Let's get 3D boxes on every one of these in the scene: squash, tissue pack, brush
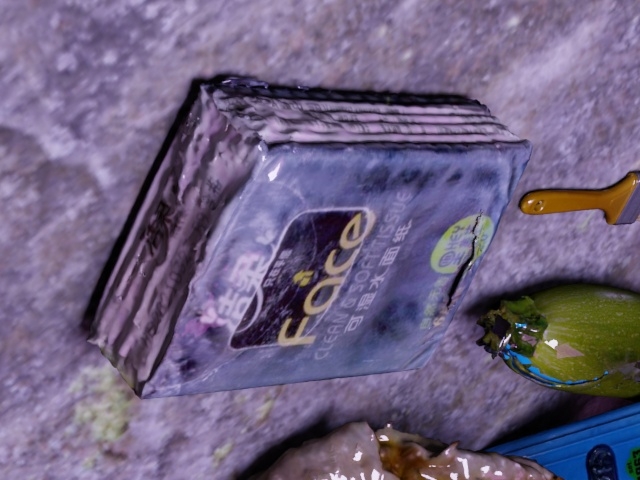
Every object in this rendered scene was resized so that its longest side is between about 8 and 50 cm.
[{"bbox_3d":[0.210,0.076,1.368,0.331,0.087,0.087,13,117,-51],"label":"squash"},{"bbox_3d":[0.000,0.000,1.066,0.235,0.073,0.173,-1,126,-47],"label":"tissue pack"},{"bbox_3d":[0.194,-0.028,1.300,0.170,0.014,0.043,-3,127,-44],"label":"brush"}]

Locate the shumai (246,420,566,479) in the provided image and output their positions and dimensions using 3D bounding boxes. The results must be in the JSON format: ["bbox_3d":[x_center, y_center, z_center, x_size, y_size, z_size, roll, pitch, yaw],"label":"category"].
[{"bbox_3d":[0.051,0.265,1.340,0.346,0.217,0.283,17,161,-20],"label":"shumai"}]

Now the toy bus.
[{"bbox_3d":[0.243,0.181,1.393,0.246,0.113,0.134,-22,154,34],"label":"toy bus"}]
